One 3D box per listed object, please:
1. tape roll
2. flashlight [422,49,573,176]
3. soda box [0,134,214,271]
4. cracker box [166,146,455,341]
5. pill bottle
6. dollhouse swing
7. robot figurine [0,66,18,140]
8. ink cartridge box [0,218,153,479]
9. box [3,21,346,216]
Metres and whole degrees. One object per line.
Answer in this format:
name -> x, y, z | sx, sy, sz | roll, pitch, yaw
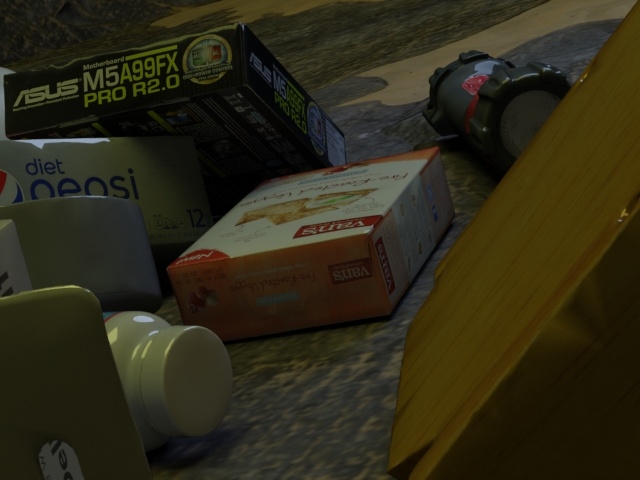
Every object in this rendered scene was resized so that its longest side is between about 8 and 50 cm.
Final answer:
tape roll -> -0.224, 0.036, 1.181 | 0.219, 0.072, 0.219 | -15, -11, -3
flashlight -> 0.165, -0.123, 1.523 | 0.103, 0.103, 0.304 | 11, 12, -6
soda box -> -0.228, -0.022, 1.332 | 0.286, 0.098, 0.091 | -5, -15, -38
cracker box -> 0.000, 0.000, 1.273 | 0.156, 0.067, 0.232 | -10, 15, 19
pill bottle -> -0.136, 0.087, 1.034 | 0.160, 0.087, 0.087 | -4, 17, 35
dollhouse swing -> 0.252, 0.045, 0.870 | 0.315, 0.305, 0.347 | -54, 6, 16
robot figurine -> -0.362, -0.065, 1.609 | 0.300, 0.199, 0.353 | 18, -9, -39
ink cartridge box -> -0.221, 0.117, 0.757 | 0.354, 0.207, 0.119 | -10, 16, 14
box -> -0.117, -0.092, 1.474 | 0.216, 0.060, 0.270 | -10, -20, 17
